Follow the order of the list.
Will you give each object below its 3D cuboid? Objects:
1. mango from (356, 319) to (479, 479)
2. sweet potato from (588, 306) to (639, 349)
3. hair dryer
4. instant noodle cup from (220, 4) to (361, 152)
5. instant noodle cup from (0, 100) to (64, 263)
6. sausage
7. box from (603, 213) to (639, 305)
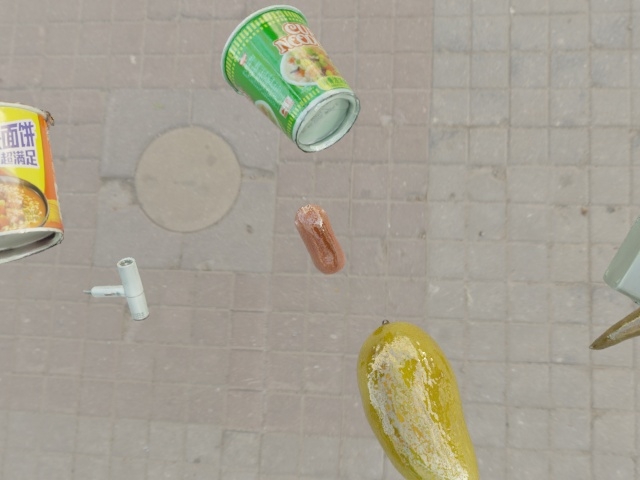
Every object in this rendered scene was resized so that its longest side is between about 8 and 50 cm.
[{"bbox_3d":[0.168,0.301,1.140,0.195,0.142,0.332,3,59,-30],"label":"mango"},{"bbox_3d":[0.576,0.130,1.099,0.069,0.249,0.059,8,51,-31],"label":"sweet potato"},{"bbox_3d":[-0.497,0.106,1.491,0.183,0.044,0.155,8,121,19],"label":"hair dryer"},{"bbox_3d":[-0.047,-0.294,1.217,0.207,0.207,0.233,-38,66,0],"label":"instant noodle cup"},{"bbox_3d":[-0.448,-0.065,0.854,0.213,0.213,0.174,-19,84,3],"label":"instant noodle cup"},{"bbox_3d":[0.000,0.000,1.451,0.077,0.077,0.194,-22,124,3],"label":"sausage"},{"bbox_3d":[0.763,0.048,1.461,0.129,0.148,0.210,26,103,2],"label":"box"}]
